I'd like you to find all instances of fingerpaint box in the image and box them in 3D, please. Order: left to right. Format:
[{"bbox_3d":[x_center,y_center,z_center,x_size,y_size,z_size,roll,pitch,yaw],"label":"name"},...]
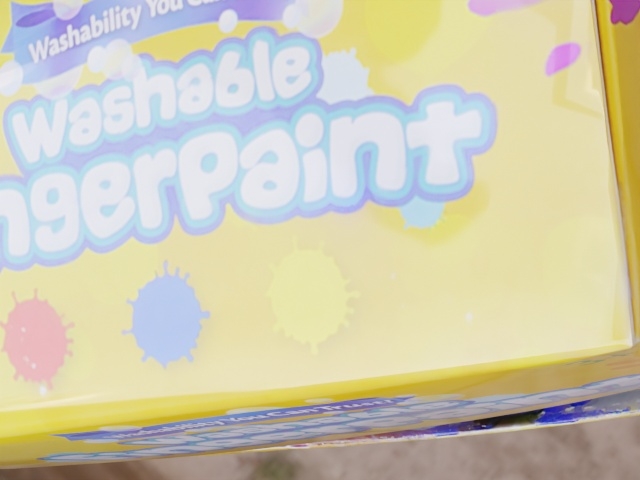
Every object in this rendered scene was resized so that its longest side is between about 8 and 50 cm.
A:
[{"bbox_3d":[0.000,0.000,0.788,0.445,0.371,0.163,-10,81,33],"label":"fingerpaint box"}]
